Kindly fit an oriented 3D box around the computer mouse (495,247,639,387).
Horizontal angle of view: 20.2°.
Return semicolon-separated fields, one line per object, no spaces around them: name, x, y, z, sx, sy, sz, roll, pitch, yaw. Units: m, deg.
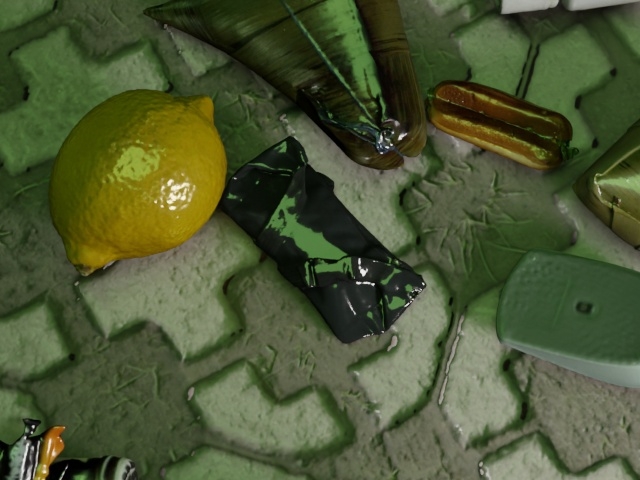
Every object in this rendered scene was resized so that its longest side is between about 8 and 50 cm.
computer mouse;0.306;0.089;1.985;0.231;0.079;0.128;18;70;24

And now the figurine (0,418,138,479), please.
figurine;-0.321;0.357;1.858;0.320;0.196;0.323;24;57;-31

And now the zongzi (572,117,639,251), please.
zongzi;0.442;-0.050;2.006;0.256;0.115;0.228;43;74;8

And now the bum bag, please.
bum bag;0.000;0.000;2.029;0.123;0.060;0.248;-42;76;-11

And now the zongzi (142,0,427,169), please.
zongzi;-0.044;-0.197;2.070;0.300;0.138;0.286;-14;80;12

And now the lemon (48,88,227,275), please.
lemon;-0.204;-0.070;1.994;0.187;0.187;0.244;38;83;13

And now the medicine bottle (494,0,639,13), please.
medicine bottle;0.321;-0.339;2.083;0.252;0.144;0.144;-10;72;-2

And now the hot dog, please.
hot dog;0.208;-0.132;2.066;0.188;0.055;0.072;22;78;9
